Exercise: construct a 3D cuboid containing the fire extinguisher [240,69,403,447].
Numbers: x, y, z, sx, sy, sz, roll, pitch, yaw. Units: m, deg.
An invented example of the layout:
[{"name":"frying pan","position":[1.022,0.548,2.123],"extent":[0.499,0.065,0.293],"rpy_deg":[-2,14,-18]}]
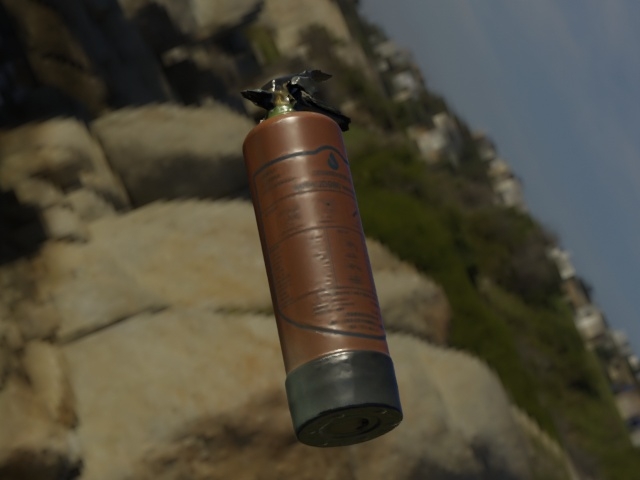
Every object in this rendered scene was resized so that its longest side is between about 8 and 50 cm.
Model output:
[{"name":"fire extinguisher","position":[0.000,0.000,0.382],"extent":[0.028,0.022,0.083],"rpy_deg":[12,56,-40]}]
